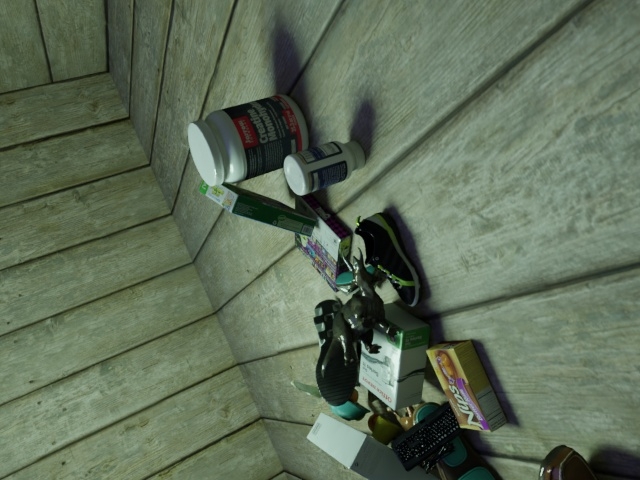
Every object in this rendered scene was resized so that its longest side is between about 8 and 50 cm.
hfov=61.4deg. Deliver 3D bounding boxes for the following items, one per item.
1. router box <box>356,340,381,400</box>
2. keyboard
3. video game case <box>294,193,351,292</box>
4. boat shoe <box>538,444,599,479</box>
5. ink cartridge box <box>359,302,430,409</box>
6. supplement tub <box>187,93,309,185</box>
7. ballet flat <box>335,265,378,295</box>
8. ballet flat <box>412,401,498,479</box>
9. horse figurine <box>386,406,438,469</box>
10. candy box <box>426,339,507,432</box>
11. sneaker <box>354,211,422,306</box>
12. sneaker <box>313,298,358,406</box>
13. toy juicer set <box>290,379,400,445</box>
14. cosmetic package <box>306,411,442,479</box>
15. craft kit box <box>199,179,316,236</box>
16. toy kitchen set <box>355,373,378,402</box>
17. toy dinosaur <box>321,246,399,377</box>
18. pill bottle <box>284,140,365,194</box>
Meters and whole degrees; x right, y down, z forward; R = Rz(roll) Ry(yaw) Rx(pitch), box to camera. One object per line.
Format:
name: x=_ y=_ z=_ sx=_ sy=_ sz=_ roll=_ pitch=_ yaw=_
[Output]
router box: x=0.153 y=0.340 z=1.496 sx=0.133 sy=0.046 sz=0.178 roll=47 pitch=148 yaw=39
keyboard: x=0.258 y=0.450 z=1.223 sx=0.100 sy=0.192 sz=0.038 roll=53 pitch=-174 yaw=26
video game case: x=0.000 y=0.000 z=1.528 sx=0.232 sy=0.042 sz=0.210 roll=48 pitch=148 yaw=38
boat shoe: x=0.479 y=0.495 z=0.903 sx=0.120 sy=0.123 sz=0.323 roll=-11 pitch=108 yaw=60
ink cartridge box: x=0.174 y=0.275 z=1.295 sx=0.153 sy=0.087 sz=0.208 roll=26 pitch=117 yaw=55
supplement tub: x=-0.186 y=-0.261 z=1.410 sx=0.191 sy=0.272 sz=0.191 roll=44 pitch=147 yaw=40
ballet flat: x=0.109 y=0.109 z=1.392 sx=0.068 sy=0.072 sz=0.213 roll=43 pitch=159 yaw=-12
ballet flat: x=0.326 y=0.541 z=1.261 sx=0.342 sy=0.116 sz=0.124 roll=55 pitch=173 yaw=26
horse figurine: x=0.259 y=0.511 z=1.406 sx=0.263 sy=0.066 sz=0.174 roll=64 pitch=163 yaw=0
candy box: x=0.309 y=0.308 z=1.150 sx=0.186 sy=0.053 sz=0.109 roll=67 pitch=155 yaw=3
sneaker: x=0.143 y=0.050 z=1.215 sx=0.234 sy=0.097 sz=0.084 roll=65 pitch=156 yaw=5
sneaker: x=0.053 y=0.338 z=1.548 sx=0.330 sy=0.123 sz=0.146 roll=-92 pitch=-11 yaw=-46
toy juicer set: x=0.080 y=0.477 z=1.604 sx=0.329 sy=0.089 sz=0.209 roll=28 pitch=171 yaw=10
cosmetic package: x=0.149 y=0.598 z=1.459 sx=0.285 sy=0.097 sz=0.377 roll=36 pitch=163 yaw=-9
craft kit box: x=-0.175 y=-0.095 z=1.482 sx=0.247 sy=0.250 sz=0.060 roll=25 pitch=97 yaw=54
toy kitchen set: x=0.125 y=0.432 z=1.603 sx=0.083 sy=0.068 sz=0.075 roll=42 pitch=145 yaw=44
toy dinosaur: x=0.087 y=0.190 z=1.257 sx=0.160 sy=0.121 sz=0.313 roll=-114 pitch=37 yaw=-54
pill bottle: x=0.012 y=-0.169 z=1.210 sx=0.094 sy=0.170 sz=0.094 roll=45 pitch=147 yaw=41
